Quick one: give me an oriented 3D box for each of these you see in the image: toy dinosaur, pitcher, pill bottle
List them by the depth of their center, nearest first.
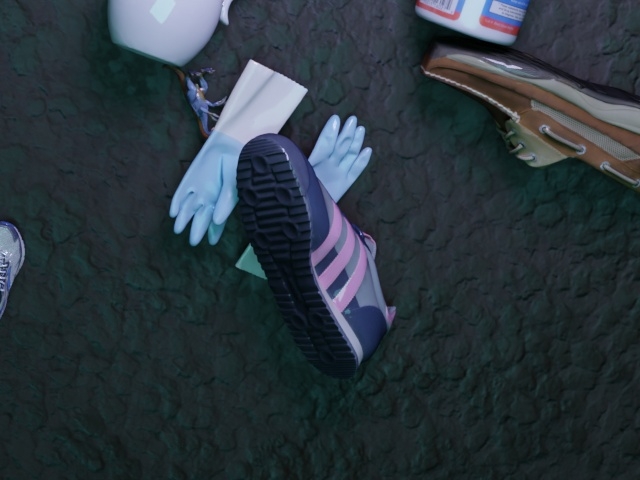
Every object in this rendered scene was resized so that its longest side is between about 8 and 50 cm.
[{"bbox_3d":[0.196,-0.341,1.584,0.124,0.124,0.221,17,103,-7],"label":"pill bottle"},{"bbox_3d":[-0.138,-0.296,1.590,0.177,0.125,0.207,19,92,-23],"label":"pitcher"},{"bbox_3d":[-0.141,-0.162,1.669,0.090,0.047,0.082,18,116,26],"label":"toy dinosaur"}]

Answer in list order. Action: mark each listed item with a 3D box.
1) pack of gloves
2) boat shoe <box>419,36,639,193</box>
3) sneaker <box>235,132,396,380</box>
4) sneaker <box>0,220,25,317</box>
[{"bbox_3d":[-0.053,-0.066,1.659,0.195,0.046,0.232,25,102,-25],"label":"pack of gloves"},{"bbox_3d":[0.266,-0.139,1.644,0.324,0.122,0.120,19,106,-7],"label":"boat shoe"},{"bbox_3d":[0.000,0.000,1.658,0.112,0.131,0.319,6,125,39],"label":"sneaker"},{"bbox_3d":[-0.388,0.045,1.690,0.052,0.058,0.135,12,103,-6],"label":"sneaker"}]
